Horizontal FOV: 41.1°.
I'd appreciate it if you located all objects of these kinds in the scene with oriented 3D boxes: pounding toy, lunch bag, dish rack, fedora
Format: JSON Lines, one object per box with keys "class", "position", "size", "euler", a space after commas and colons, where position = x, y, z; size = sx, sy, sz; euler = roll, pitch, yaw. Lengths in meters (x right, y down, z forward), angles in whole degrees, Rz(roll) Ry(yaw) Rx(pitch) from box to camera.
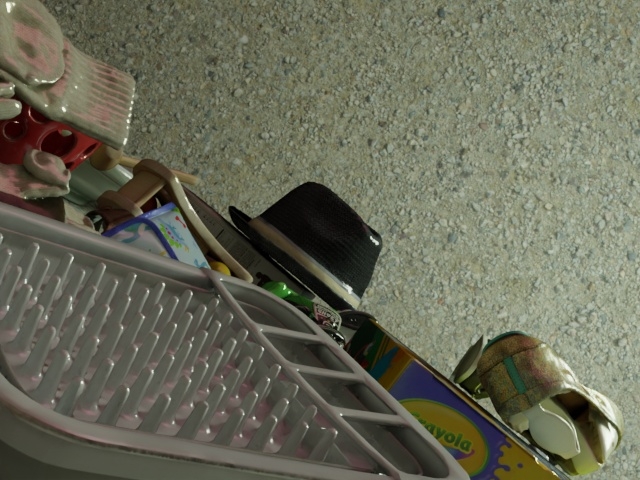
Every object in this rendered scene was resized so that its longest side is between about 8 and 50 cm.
{"class": "pounding toy", "position": [-0.185, -0.040, 1.109], "size": [0.269, 0.155, 0.154], "euler": [47, -25, -8]}
{"class": "lunch bag", "position": [-0.152, 0.047, 0.743], "size": [0.129, 0.096, 0.151], "euler": [59, 21, -2]}
{"class": "dish rack", "position": [-0.093, 0.084, 0.534], "size": [0.333, 0.072, 0.285], "euler": [23, 11, -40]}
{"class": "fedora", "position": [0.000, 0.000, 1.463], "size": [0.334, 0.152, 0.334], "euler": [39, -2, 2]}

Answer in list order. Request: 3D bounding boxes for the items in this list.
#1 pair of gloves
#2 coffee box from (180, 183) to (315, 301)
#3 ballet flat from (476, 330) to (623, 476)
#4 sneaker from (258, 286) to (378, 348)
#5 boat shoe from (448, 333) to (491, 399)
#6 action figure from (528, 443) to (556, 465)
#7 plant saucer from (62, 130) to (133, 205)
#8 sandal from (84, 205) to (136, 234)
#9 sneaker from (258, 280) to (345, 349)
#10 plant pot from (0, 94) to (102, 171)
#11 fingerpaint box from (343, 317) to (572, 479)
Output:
{"class": "pair of gloves", "position": [-0.229, -0.083, 0.631], "size": [0.042, 0.240, 0.204], "euler": [-18, -38, 36]}
{"class": "coffee box", "position": [-0.165, 0.044, 1.533], "size": [0.297, 0.119, 0.168], "euler": [40, -1, 11]}
{"class": "ballet flat", "position": [0.308, 0.233, 1.081], "size": [0.348, 0.123, 0.123], "euler": [41, -1, -42]}
{"class": "sneaker", "position": [-0.045, 0.144, 1.320], "size": [0.262, 0.099, 0.121], "euler": [16, -20, -15]}
{"class": "boat shoe", "position": [0.237, 0.190, 1.240], "size": [0.068, 0.081, 0.228], "euler": [34, -6, 10]}
{"class": "action figure", "position": [0.281, 0.383, 1.420], "size": [0.285, 0.099, 0.185], "euler": [18, 55, -30]}
{"class": "plant saucer", "position": [-0.418, -0.157, 1.324], "size": [0.400, 0.100, 0.400], "euler": [40, 0, 0]}
{"class": "sandal", "position": [-0.223, 0.006, 0.921], "size": [0.120, 0.086, 0.303], "euler": [39, -1, 10]}
{"class": "sneaker", "position": [-0.039, 0.119, 0.780], "size": [0.134, 0.146, 0.343], "euler": [40, 1, -23]}
{"class": "plant pot", "position": [-0.304, -0.119, 0.792], "size": [0.191, 0.174, 0.191], "euler": [39, -1, 1]}
{"class": "fingerpaint box", "position": [0.205, 0.316, 1.089], "size": [0.445, 0.163, 0.371], "euler": [39, -2, -5]}
